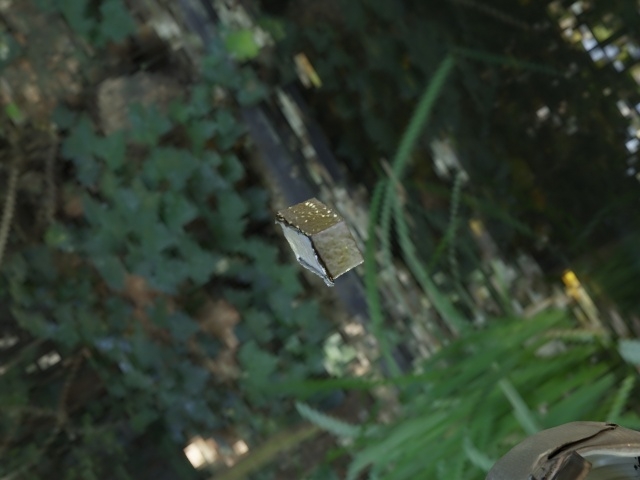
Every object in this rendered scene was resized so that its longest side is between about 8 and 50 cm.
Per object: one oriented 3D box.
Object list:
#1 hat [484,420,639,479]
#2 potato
[{"bbox_3d":[0.174,0.252,1.076,0.161,0.275,0.232,-17,110,41],"label":"hat"},{"bbox_3d":[0.001,0.000,1.806,0.086,0.061,0.122,62,169,-22],"label":"potato"}]
